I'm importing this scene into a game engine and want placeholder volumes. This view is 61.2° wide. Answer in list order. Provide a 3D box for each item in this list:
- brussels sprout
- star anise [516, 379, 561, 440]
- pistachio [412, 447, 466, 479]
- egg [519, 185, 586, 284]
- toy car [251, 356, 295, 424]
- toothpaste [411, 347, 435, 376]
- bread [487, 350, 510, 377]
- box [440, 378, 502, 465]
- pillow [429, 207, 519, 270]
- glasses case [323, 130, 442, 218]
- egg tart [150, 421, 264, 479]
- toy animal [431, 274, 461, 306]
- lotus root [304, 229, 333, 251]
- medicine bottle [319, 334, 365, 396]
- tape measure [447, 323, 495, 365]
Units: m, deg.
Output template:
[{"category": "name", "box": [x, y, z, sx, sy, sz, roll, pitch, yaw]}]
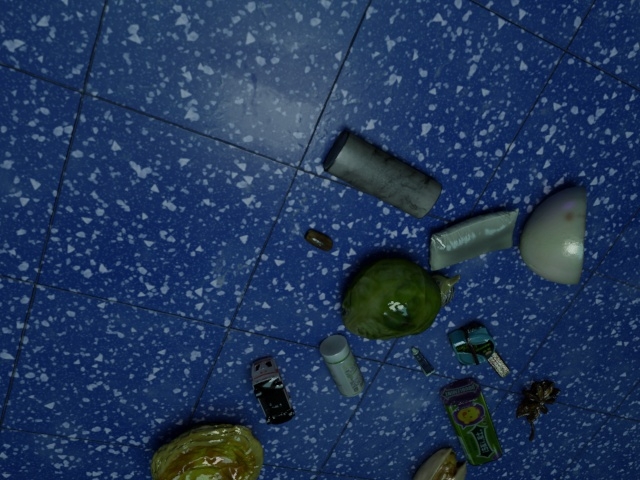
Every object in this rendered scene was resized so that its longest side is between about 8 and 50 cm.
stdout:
[{"category": "brussels sprout", "box": [0.176, 0.164, 1.442, 0.271, 0.210, 0.219, -37, 142, 27]}, {"category": "star anise", "box": [0.728, 0.576, 1.854, 0.177, 0.073, 0.234, 23, 95, -31]}, {"category": "pistachio", "box": [0.420, 0.837, 1.899, 0.157, 0.157, 0.230, 27, 104, -24]}, {"category": "egg", "box": [0.623, -0.004, 1.461, 0.161, 0.206, 0.271, 3, 112, 22]}, {"category": "toy car", "box": [-0.140, 0.443, 1.582, 0.089, 0.108, 0.210, -19, 125, -5]}, {"category": "toothpaste", "box": [0.317, 0.377, 1.691, 0.037, 0.021, 0.140, -33, 122, 6]}, {"category": "bread", "box": [0.560, 0.385, 1.734, 0.043, 0.062, 0.109, -38, 77, 7]}, {"category": "box", "box": [0.513, 0.617, 1.824, 0.134, 0.097, 0.346, -21, 121, 9]}, {"category": "pillow", "box": [0.417, 0.001, 1.476, 0.253, 0.078, 0.144, -18, 130, -2]}, {"category": "glasses case", "box": [0.158, -0.156, 1.340, 0.299, 0.060, 0.114, 25, 108, -23]}, {"category": "egg tart", "box": [-0.339, 0.656, 1.636, 0.340, 0.132, 0.342, -5, 120, -9]}, {"category": "toy animal", "box": [0.345, 0.138, 1.521, 0.137, 0.098, 0.098, -26, 122, 24]}, {"category": "lotus root", "box": [0.000, 0.001, 1.409, 0.083, 0.030, 0.037, 27, 108, -25]}, {"category": "medicine bottle", "box": [0.066, 0.372, 1.595, 0.086, 0.086, 0.184, -22, 120, 0]}, {"category": "tape measure", "box": [0.469, 0.320, 1.659, 0.125, 0.081, 0.146, -25, 121, 5]}]
